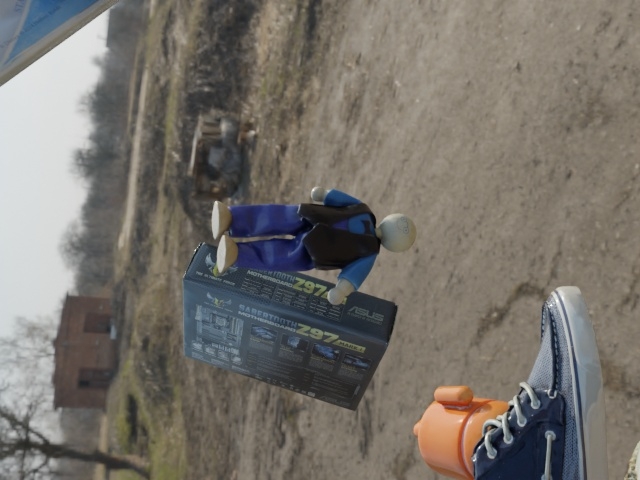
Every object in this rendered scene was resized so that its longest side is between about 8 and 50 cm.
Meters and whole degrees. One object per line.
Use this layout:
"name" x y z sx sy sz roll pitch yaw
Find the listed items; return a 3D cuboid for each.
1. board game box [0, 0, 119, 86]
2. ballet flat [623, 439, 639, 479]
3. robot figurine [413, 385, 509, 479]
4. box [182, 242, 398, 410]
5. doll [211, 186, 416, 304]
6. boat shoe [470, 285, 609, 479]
"board game box" -0.337 -0.175 0.287 0.390 0.390 0.050 -50 7 -28
"ballet flat" 0.382 0.116 0.494 0.483 0.182 0.164 -35 5 30
"robot figurine" 0.233 0.298 1.018 0.219 0.128 0.158 -16 66 63
"box" -0.044 0.106 0.801 0.183 0.233 0.059 104 -176 -53
"doll" 0.000 0.000 0.629 0.046 0.189 0.129 113 148 -52
"boat shoe" 0.267 0.230 0.863 0.127 0.158 0.340 35 -128 -76
